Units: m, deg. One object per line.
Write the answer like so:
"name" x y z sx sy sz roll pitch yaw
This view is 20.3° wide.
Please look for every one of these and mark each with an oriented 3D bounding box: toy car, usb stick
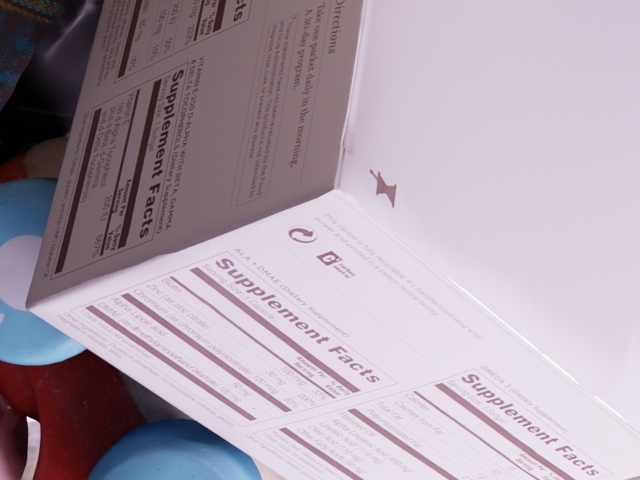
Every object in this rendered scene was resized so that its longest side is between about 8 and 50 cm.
"toy car" -0.149 0.092 0.793 0.238 0.210 0.219 -29 -178 6
"usb stick" -0.171 -0.032 0.839 0.077 0.045 0.278 6 132 -50

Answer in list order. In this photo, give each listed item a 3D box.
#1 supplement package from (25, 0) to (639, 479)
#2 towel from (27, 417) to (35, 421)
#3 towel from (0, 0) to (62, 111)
"supplement package" 0.031 -0.052 0.702 0.145 0.262 0.204 -20 137 36
"towel" -0.131 0.049 0.974 0.197 0.029 0.144 13 126 -42
"towel" -0.217 -0.170 0.601 0.370 0.040 0.271 21 106 -47
